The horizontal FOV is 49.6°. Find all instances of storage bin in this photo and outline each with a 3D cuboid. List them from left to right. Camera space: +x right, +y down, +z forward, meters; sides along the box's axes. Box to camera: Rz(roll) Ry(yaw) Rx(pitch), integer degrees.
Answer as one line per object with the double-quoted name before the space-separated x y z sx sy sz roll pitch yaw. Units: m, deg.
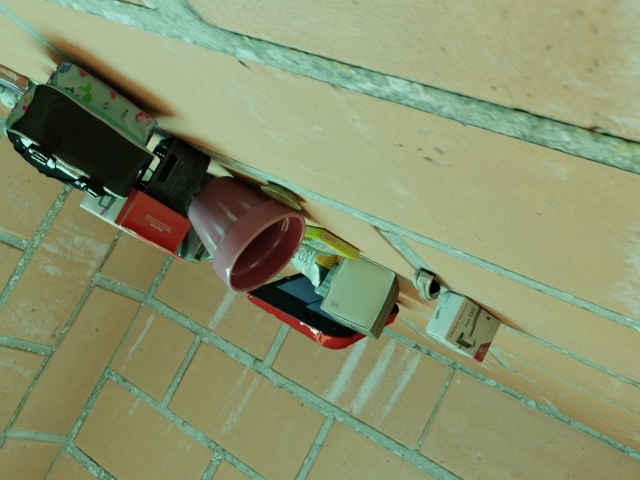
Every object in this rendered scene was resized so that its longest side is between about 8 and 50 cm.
"storage bin" -0.300 -0.130 1.381 0.084 0.122 0.180 31 173 -22

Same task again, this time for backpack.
"backpack" -0.413 -0.179 1.180 0.225 0.191 0.253 35 164 -28

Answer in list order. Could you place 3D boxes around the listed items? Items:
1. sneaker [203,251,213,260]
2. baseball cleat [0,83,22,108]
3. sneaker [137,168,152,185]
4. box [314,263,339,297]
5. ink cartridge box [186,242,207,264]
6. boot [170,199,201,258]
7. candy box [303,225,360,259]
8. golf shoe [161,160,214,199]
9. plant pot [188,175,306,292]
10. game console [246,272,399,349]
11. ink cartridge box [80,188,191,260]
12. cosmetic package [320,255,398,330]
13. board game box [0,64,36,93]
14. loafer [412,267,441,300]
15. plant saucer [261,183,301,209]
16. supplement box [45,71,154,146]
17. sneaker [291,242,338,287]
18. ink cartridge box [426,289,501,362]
"sneaker" -0.372 -0.036 2.358 0.257 0.169 0.447 23 -173 -44
"baseball cleat" -0.794 -0.375 1.817 0.109 0.072 0.206 44 172 4
"sneaker" -0.591 -0.174 2.152 0.148 0.131 0.350 22 172 9
"box" 0.058 0.131 1.978 0.102 0.101 0.087 25 173 25
"ink cartridge box" -0.380 -0.061 1.901 0.234 0.193 0.088 23 171 41
"boot" -0.246 -0.037 1.649 0.222 0.118 0.338 12 -160 -16
"candy box" 0.000 0.000 1.563 0.105 0.027 0.206 27 174 -24
"golf shoe" -0.307 -0.128 1.621 0.198 0.077 0.094 24 173 36
"plant pot" -0.161 -0.026 1.388 0.180 0.201 0.201 42 179 24
"game console" 0.020 0.185 2.058 0.342 0.060 0.386 29 -157 27
"ink cartridge box" -0.344 -0.046 1.323 0.231 0.078 0.134 21 170 45
"cosmetic package" 0.105 0.142 1.686 0.129 0.153 0.296 25 174 13
"board game box" -0.786 -0.408 1.645 0.281 0.027 0.145 27 172 5
"loafer" 0.214 0.092 1.346 0.039 0.045 0.125 16 165 31
"plant saucer" -0.069 -0.083 1.269 0.083 0.015 0.083 28 173 4
"supplement box" -0.461 -0.222 1.382 0.220 0.111 0.114 30 172 -22
"sneaker" -0.030 0.055 1.819 0.121 0.099 0.262 32 172 1
"ink cartridge box" 0.292 0.176 1.407 0.135 0.099 0.056 32 172 -35
